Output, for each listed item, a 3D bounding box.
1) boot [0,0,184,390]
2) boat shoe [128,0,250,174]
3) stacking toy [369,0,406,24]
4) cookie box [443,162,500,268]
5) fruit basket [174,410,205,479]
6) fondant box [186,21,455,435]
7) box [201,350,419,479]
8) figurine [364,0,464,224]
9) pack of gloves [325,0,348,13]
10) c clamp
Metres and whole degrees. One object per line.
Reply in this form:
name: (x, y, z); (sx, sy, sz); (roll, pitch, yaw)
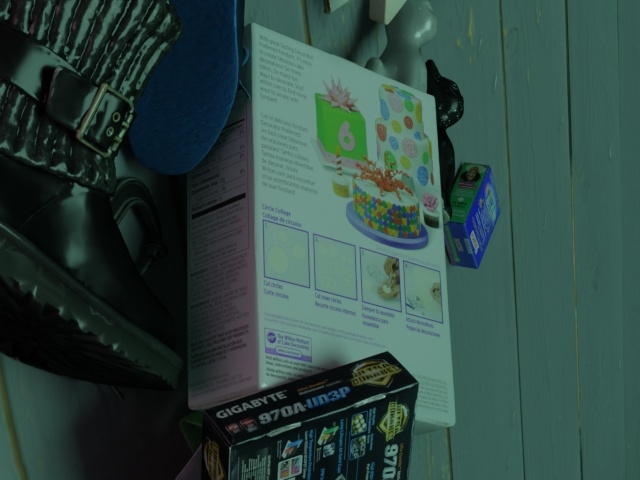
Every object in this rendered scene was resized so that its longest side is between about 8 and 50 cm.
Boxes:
boot: (-0.173, -0.052, 1.148); (0.348, 0.131, 0.260); (53, 49, -55)
boat shoe: (-0.096, -0.180, 1.279); (0.089, 0.109, 0.258); (-84, -169, -65)
stacking toy: (0.065, -0.404, 1.567); (0.309, 0.130, 0.279); (-47, 144, -26)
cookie box: (0.197, -0.033, 2.030); (0.091, 0.040, 0.107); (69, 36, -44)
fruit basket: (-0.067, 0.308, 1.425); (0.353, 0.165, 0.327); (-58, 145, -36)
fondant box: (0.000, 0.000, 1.377); (0.238, 0.096, 0.330); (16, 64, -41)
box: (-0.012, 0.212, 1.272); (0.175, 0.051, 0.220); (-16, 128, -26)
figurine: (0.100, -0.157, 1.710); (0.215, 0.092, 0.209); (66, 31, -45)
pack of gloves: (0.069, -0.367, 1.678); (0.232, 0.046, 0.195); (-38, 128, -56)
c clamp: (-0.171, 0.032, 1.307); (0.137, 0.022, 0.160); (60, 45, -44)
